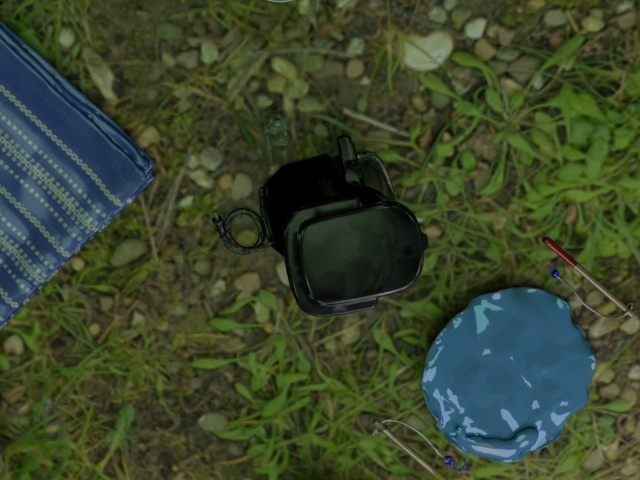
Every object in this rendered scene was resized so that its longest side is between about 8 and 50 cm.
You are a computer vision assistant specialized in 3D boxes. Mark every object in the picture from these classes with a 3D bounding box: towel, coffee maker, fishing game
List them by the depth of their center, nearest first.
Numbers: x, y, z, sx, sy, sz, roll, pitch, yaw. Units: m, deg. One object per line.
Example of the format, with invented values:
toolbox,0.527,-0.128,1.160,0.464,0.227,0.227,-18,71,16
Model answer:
coffee maker,0.000,0.000,1.312,0.171,0.178,0.120,-33,106,4
towel,-0.348,-0.032,1.341,0.336,0.040,0.243,-44,105,8
fishing game,0.188,0.131,1.444,0.189,0.041,0.264,37,94,-22

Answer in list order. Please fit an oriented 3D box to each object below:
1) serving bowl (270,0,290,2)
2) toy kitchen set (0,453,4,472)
serving bowl,-0.038,-0.259,1.310,0.083,0.027,0.083,-2,107,-6
toy kitchen set,-0.427,0.211,1.322,0.207,0.166,0.122,-6,115,13
